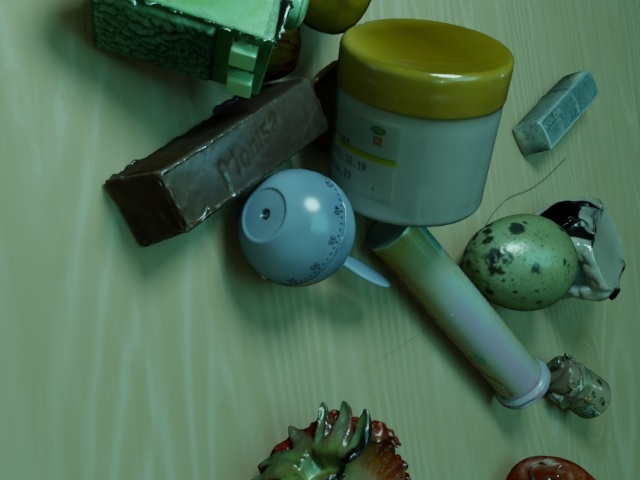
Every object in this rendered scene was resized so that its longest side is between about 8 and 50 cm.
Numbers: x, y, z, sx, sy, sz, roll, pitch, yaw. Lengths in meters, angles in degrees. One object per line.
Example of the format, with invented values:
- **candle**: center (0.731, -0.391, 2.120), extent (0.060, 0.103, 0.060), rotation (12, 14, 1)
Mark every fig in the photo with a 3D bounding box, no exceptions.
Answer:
- **fig**: center (-0.099, -0.278, 1.075), extent (0.155, 0.103, 0.109), rotation (3, 42, -33)

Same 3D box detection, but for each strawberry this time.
- **strawberry**: center (0.009, 0.353, 1.047), extent (0.233, 0.138, 0.306), rotation (-44, 139, -20)

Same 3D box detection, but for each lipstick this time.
- **lipstick**: center (0.510, -0.279, 1.674), extent (0.290, 0.076, 0.077), rotation (-42, 112, -41)

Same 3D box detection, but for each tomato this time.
- **tomato**: center (0.402, 0.473, 1.352), extent (0.187, 0.187, 0.151), rotation (-49, 137, -38)

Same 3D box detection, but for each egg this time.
- **egg**: center (0.352, 0.040, 1.388), extent (0.228, 0.177, 0.176), rotation (0, 81, -32)

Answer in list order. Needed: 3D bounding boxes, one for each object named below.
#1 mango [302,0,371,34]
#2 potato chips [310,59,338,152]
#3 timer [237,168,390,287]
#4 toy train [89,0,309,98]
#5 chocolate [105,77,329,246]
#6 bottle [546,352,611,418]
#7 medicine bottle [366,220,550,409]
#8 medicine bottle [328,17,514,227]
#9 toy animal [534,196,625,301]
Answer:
- **mango**: center (-0.009, -0.468, 1.128), extent (0.253, 0.182, 0.364), rotation (13, 68, -53)
- **potato chips**: center (0.034, -0.211, 1.216), extent (0.202, 0.049, 0.150), rotation (-28, 119, -45)
- **timer**: center (-0.019, 0.007, 1.079), extent (0.255, 0.175, 0.175), rotation (62, 39, -57)
- **toy train**: center (-0.152, -0.301, 0.945), extent (0.272, 0.159, 0.188), rotation (16, 68, -8)
- **chocolate**: center (-0.116, -0.116, 1.013), extent (0.321, 0.112, 0.111), rotation (-41, 112, -41)
- **bottle**: center (0.496, 0.285, 1.536), extent (0.152, 0.099, 0.098), rotation (35, 59, -30)
- **medicine bottle**: center (0.236, 0.117, 1.313), extent (0.426, 0.108, 0.108), rotation (48, 52, -24)
- **medicine bottle**: center (0.134, -0.171, 1.107), extent (0.238, 0.238, 0.231), rotation (-29, 137, -43)
- **toy animal**: center (0.505, 0.026, 1.550), extent (0.204, 0.156, 0.208), rotation (60, 38, -18)
